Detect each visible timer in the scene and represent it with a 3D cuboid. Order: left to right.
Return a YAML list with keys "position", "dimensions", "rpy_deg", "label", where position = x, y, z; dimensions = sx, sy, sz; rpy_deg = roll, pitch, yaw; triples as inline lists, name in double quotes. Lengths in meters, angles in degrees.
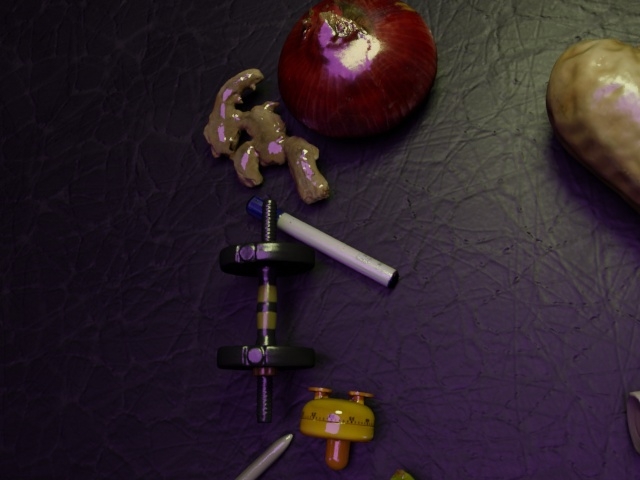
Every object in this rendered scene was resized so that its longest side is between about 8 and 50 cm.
- position: [0.023, 0.264, 1.002]
  dimensions: [0.107, 0.107, 0.109]
  rpy_deg: [2, 75, 18]
  label: "timer"

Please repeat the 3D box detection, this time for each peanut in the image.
- position: [0.458, -0.119, 0.916]
  dimensions: [0.192, 0.169, 0.387]
  rpy_deg: [-44, 71, -2]
  label: "peanut"

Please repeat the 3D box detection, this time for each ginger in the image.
- position: [-0.089, -0.144, 1.155]
  dimensions: [0.149, 0.065, 0.259]
  rpy_deg: [-43, 75, 18]
  label: "ginger"

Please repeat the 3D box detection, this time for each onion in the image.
- position: [0.051, -0.266, 1.088]
  dimensions: [0.247, 0.161, 0.248]
  rpy_deg: [1, 95, 10]
  label: "onion"

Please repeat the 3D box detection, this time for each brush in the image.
- position: [-0.151, 0.388, 1.066]
  dimensions: [0.299, 0.039, 0.042]
  rpy_deg: [-46, 68, 3]
  label: "brush"

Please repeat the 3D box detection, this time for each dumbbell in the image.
- position: [-0.078, 0.099, 1.050]
  dimensions: [0.143, 0.143, 0.326]
  rpy_deg: [-4, 77, 17]
  label: "dumbbell"

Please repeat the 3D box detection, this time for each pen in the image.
- position: [0.000, 0.000, 1.106]
  dimensions: [0.269, 0.033, 0.033]
  rpy_deg: [27, 87, 21]
  label: "pen"

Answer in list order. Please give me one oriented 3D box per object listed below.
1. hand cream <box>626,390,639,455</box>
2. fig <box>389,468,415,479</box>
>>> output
- position: [0.512, 0.221, 0.878]
  dimensions: [0.247, 0.083, 0.133]
  rpy_deg: [-7, 77, 6]
  label: "hand cream"
- position: [0.109, 0.442, 0.924]
  dimensions: [0.167, 0.167, 0.234]
  rpy_deg: [14, 46, 20]
  label: "fig"
